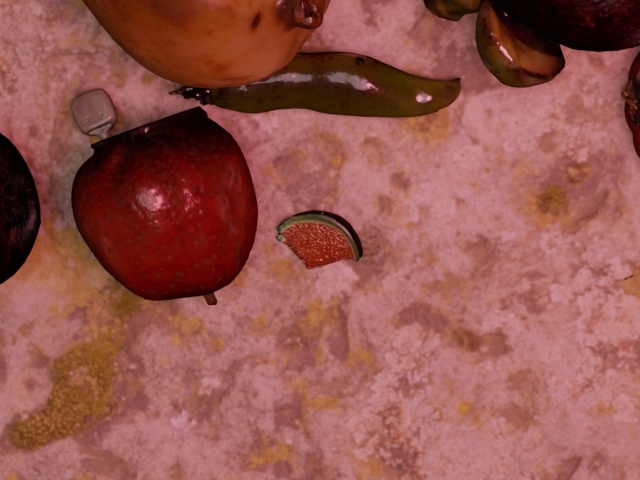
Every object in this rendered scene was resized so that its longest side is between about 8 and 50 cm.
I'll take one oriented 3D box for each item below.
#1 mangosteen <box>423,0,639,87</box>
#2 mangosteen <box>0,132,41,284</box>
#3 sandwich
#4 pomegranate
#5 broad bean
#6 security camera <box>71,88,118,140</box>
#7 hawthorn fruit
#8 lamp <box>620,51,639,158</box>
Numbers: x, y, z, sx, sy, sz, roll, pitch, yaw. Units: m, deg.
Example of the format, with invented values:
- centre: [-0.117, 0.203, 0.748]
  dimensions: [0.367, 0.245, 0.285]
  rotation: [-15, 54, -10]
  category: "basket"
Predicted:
- centre: [0.260, -0.335, 1.499]
  dimensions: [0.330, 0.330, 0.330]
  rotation: [1, 100, 8]
  category: "mangosteen"
- centre: [-0.444, -0.042, 1.710]
  dimensions: [0.216, 0.216, 0.216]
  rotation: [1, 100, 8]
  category: "mangosteen"
- centre: [-0.003, -0.003, 1.738]
  dimensions: [0.101, 0.026, 0.069]
  rotation: [-10, 103, 13]
  category: "sandwich"
- centre: [-0.127, -0.313, 1.581]
  dimensions: [0.307, 0.307, 0.307]
  rotation: [1, 100, 8]
  category: "pomegranate"
- centre: [-0.008, -0.183, 1.687]
  dimensions: [0.338, 0.061, 0.077]
  rotation: [2, 108, 9]
  category: "broad bean"
- centre: [-0.261, -0.136, 1.745]
  dimensions: [0.058, 0.058, 0.092]
  rotation: [-17, 85, 11]
  category: "security camera"
- centre: [-0.170, -0.026, 1.668]
  dimensions: [0.215, 0.215, 0.250]
  rotation: [-10, 123, 10]
  category: "hawthorn fruit"
- centre: [0.438, -0.148, 1.561]
  dimensions: [0.226, 0.227, 0.227]
  rotation: [1, 100, 8]
  category: "lamp"
